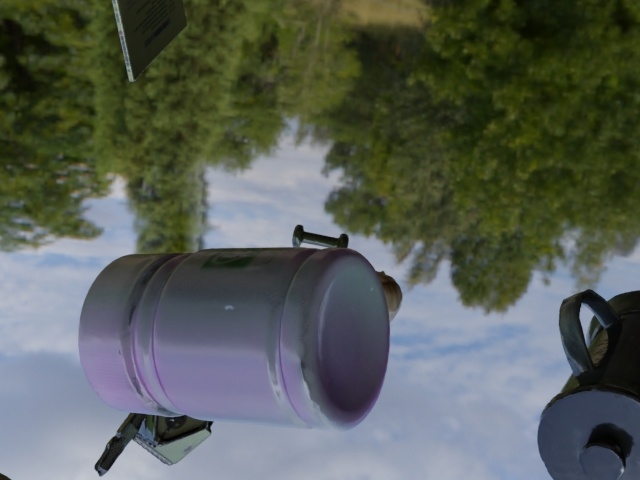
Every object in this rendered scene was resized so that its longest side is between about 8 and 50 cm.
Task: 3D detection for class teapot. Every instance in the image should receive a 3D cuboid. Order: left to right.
[{"bbox_3d":[0.409,0.196,1.313,0.200,0.270,0.337,-27,-176,35],"label":"teapot"}]

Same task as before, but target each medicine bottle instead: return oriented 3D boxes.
[{"bbox_3d":[-0.101,0.114,1.154,0.325,0.212,0.212,-3,-176,31],"label":"medicine bottle"}]

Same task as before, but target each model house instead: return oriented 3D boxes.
[{"bbox_3d":[-0.310,0.379,1.909,0.218,0.279,0.205,42,159,-24],"label":"model house"}]

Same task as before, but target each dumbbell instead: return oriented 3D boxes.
[{"bbox_3d":[0.000,0.000,1.995,0.118,0.046,0.052,11,-155,-3],"label":"dumbbell"}]

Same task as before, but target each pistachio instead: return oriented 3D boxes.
[{"bbox_3d":[0.078,0.127,1.835,0.117,0.145,0.200,18,152,-17],"label":"pistachio"}]

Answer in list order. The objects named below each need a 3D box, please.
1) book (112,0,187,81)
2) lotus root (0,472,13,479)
[{"bbox_3d":[-0.215,-0.320,1.192,0.013,0.192,0.168,7,-142,16],"label":"book"},{"bbox_3d":[-0.488,0.381,1.343,0.081,0.112,0.122,18,-172,18],"label":"lotus root"}]
